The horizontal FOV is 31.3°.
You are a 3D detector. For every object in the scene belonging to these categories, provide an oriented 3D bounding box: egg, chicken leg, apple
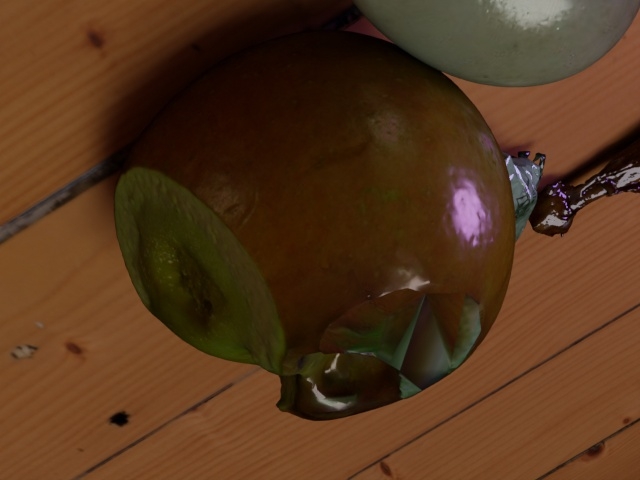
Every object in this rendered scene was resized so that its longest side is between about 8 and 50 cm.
[{"bbox_3d":[0.148,-0.249,1.002,0.295,0.218,0.218,7,133,-23],"label":"egg"},{"bbox_3d":[0.409,-0.093,1.513,0.304,0.093,0.113,-22,128,4],"label":"chicken leg"},{"bbox_3d":[0.000,0.000,1.093,0.384,0.374,0.374,-35,146,17],"label":"apple"}]

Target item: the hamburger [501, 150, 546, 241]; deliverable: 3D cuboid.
[{"bbox_3d":[0.156,-0.009,1.371,0.260,0.150,0.276,-46,142,20],"label":"hamburger"}]
